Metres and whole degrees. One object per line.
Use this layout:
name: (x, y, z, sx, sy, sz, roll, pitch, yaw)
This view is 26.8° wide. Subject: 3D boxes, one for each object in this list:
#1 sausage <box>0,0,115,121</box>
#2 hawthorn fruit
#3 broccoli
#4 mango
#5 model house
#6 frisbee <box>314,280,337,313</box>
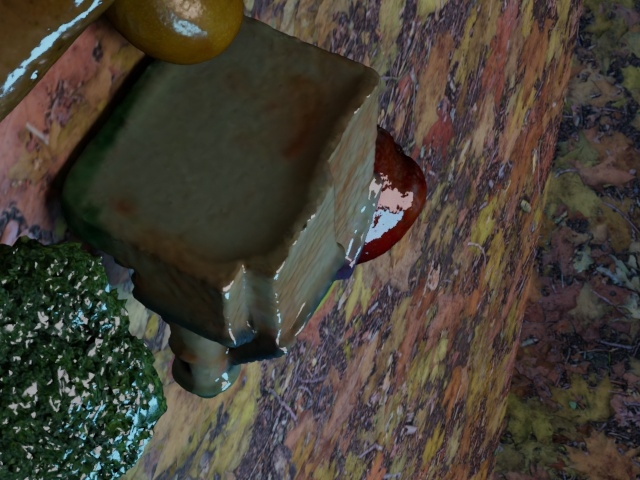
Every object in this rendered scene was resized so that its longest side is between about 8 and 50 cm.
sausage: (-0.170, -0.194, 0.852, 0.501, 0.123, 0.136, -44, 177, 9)
hawthorn fruit: (0.031, -0.052, 1.713, 0.202, 0.185, 0.185, -51, 160, 4)
broccoli: (-0.266, 0.115, 0.986, 0.308, 0.275, 0.308, -15, 131, -18)
mango: (-0.144, -0.245, 1.198, 0.136, 0.099, 0.227, -59, 148, -20)
model house: (-0.085, -0.016, 1.361, 0.312, 0.245, 0.280, -59, 164, -30)
frisbee: (0.000, 0.000, 1.881, 0.236, 0.017, 0.236, -52, 152, -44)
